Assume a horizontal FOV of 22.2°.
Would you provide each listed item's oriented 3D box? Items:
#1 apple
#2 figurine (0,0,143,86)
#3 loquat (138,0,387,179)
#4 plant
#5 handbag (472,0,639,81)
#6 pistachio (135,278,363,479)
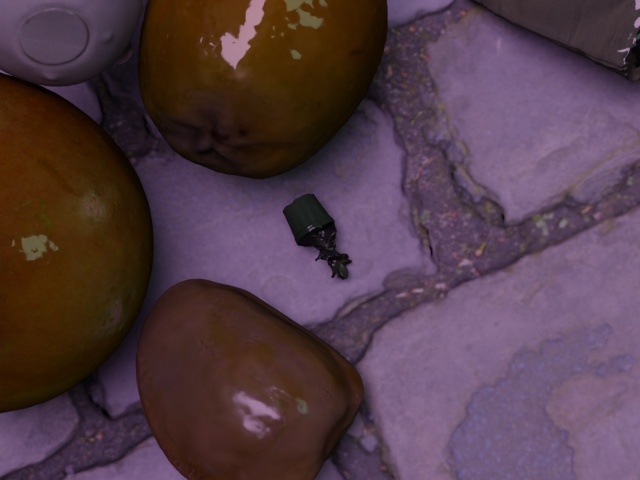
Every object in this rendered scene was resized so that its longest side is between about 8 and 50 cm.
[{"bbox_3d":[-0.373,0.007,1.705,0.384,0.374,0.374,22,83,10],"label":"apple"},{"bbox_3d":[-0.264,-0.353,1.731,0.274,0.226,0.394,-29,44,20],"label":"figurine"},{"bbox_3d":[-0.059,-0.213,1.742,0.276,0.276,0.284,12,64,15],"label":"loquat"},{"bbox_3d":[0.000,0.000,1.796,0.051,0.051,0.102,-33,78,4],"label":"plant"},{"bbox_3d":[0.333,-0.332,1.754,0.316,0.109,0.253,-47,58,-2],"label":"handbag"},{"bbox_3d":[-0.092,0.159,1.724,0.260,0.163,0.212,34,53,20],"label":"pistachio"}]
